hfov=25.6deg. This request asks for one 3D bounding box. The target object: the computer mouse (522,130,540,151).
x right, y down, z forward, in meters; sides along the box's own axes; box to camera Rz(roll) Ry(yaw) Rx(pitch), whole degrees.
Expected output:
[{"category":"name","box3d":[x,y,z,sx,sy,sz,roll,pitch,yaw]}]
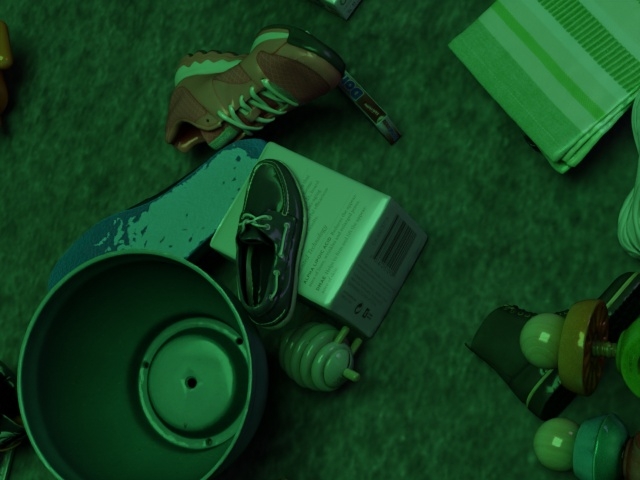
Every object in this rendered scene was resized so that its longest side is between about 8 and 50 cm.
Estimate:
[{"category":"computer mouse","box3d":[0.319,-0.197,1.711,0.193,0.042,0.106,-32,57,15]}]

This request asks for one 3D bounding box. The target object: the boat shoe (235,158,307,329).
[{"category":"boat shoe","box3d":[-0.061,-0.004,1.607,0.075,0.065,0.206,-7,70,22]}]

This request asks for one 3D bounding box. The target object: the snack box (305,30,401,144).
[{"category":"snack box","box3d":[0.037,-0.197,1.811,0.022,0.064,0.178,-41,61,2]}]

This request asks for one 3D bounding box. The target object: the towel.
[{"category":"towel","box3d":[0.341,-0.264,1.679,0.325,0.038,0.248,-42,56,10]}]

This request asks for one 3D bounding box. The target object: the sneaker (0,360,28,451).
[{"category":"sneaker","box3d":[-0.452,0.287,1.781,0.180,0.124,0.321,-19,62,22]}]

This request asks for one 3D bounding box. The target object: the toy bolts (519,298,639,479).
[{"category":"toy bolts","box3d":[0.313,0.156,1.525,0.158,0.218,0.228,7,109,27]}]

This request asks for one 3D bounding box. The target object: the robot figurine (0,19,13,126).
[{"category":"robot figurine","box3d":[-0.525,-0.245,2.023,0.158,0.128,0.219,-49,52,44]}]

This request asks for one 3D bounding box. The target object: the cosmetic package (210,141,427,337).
[{"category":"cosmetic package","box3d":[0.000,0.000,1.704,0.184,0.151,0.151,26,83,29]}]

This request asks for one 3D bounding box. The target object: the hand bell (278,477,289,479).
[{"category":"hand bell","box3d":[-0.086,0.390,1.640,0.126,0.126,0.242,13,63,26]}]

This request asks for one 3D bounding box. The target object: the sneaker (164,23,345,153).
[{"category":"sneaker","box3d":[-0.087,-0.173,1.780,0.314,0.116,0.136,-8,54,50]}]

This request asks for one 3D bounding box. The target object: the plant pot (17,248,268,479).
[{"category":"plant pot","box3d":[-0.183,0.167,1.677,0.293,0.196,0.293,-3,82,18]}]

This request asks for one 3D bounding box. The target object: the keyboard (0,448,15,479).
[{"category":"keyboard","box3d":[-0.449,0.343,1.838,0.072,0.014,0.256,5,72,24]}]

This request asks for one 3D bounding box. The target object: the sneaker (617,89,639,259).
[{"category":"sneaker","box3d":[0.393,-0.088,1.564,0.090,0.115,0.232,5,94,0]}]

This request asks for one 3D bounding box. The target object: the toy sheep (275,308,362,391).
[{"category":"toy sheep","box3d":[-0.001,0.138,1.691,0.132,0.091,0.091,22,80,46]}]

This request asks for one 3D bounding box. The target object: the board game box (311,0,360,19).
[{"category":"board game box","box3d":[-0.030,-0.450,1.939,0.305,0.053,0.193,32,86,29]}]

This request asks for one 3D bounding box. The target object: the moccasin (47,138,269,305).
[{"category":"moccasin","box3d":[-0.182,0.005,1.802,0.342,0.117,0.137,-29,75,5]}]

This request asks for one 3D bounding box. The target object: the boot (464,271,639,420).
[{"category":"boot","box3d":[0.267,0.088,1.610,0.198,0.077,0.137,-48,56,-2]}]
